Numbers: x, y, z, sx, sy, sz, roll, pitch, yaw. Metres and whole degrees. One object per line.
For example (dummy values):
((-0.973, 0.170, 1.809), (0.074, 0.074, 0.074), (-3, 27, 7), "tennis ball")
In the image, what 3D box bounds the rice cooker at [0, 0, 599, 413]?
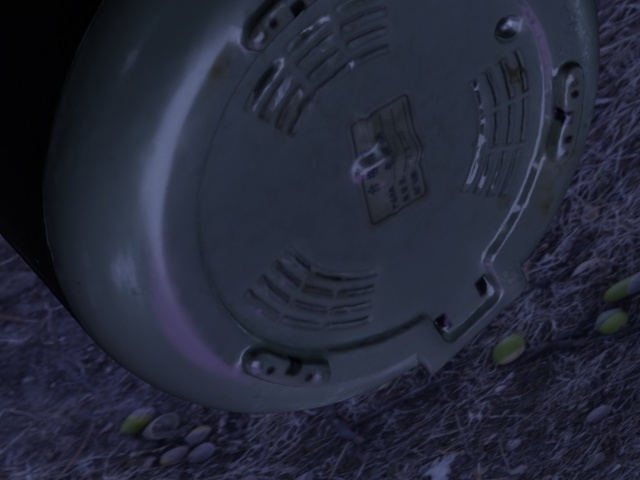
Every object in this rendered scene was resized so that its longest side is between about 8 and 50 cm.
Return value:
((-0.041, -0.091, 0.714), (0.288, 0.277, 0.288), (-19, 127, -26), "rice cooker")
